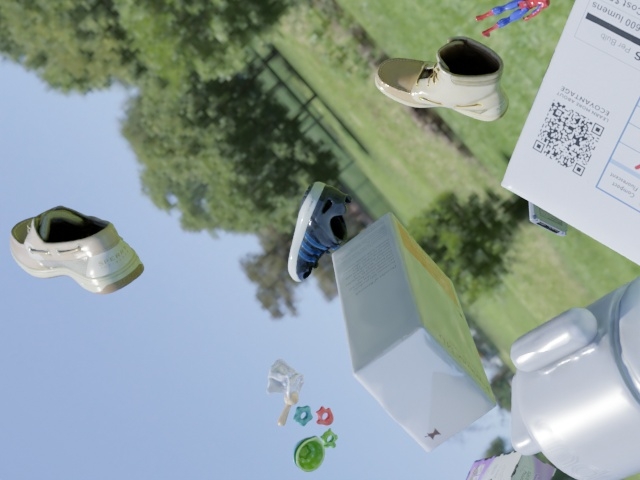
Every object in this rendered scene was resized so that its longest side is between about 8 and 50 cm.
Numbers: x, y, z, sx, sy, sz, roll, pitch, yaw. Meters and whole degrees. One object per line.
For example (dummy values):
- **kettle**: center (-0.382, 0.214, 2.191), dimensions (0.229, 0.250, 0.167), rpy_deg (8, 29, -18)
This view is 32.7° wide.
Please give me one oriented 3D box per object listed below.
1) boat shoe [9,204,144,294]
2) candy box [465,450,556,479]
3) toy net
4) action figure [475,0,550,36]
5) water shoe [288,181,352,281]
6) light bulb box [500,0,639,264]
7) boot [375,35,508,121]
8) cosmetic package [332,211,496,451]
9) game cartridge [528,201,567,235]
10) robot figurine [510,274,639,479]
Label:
- **boat shoe**: center (-0.363, -0.005, 1.552), dimensions (0.302, 0.109, 0.098), rpy_deg (16, 135, 49)
- **candy box**: center (0.295, 0.448, 1.838), dimensions (0.070, 0.165, 0.196), rpy_deg (33, 157, -6)
- **toy net**: center (-0.030, 0.333, 2.138), dimensions (0.045, 0.122, 0.232), rpy_deg (14, 125, 58)
- **action figure**: center (0.255, -0.297, 1.383), dimensions (0.030, 0.115, 0.038), rpy_deg (-14, -97, -53)
- **water shoe**: center (0.000, 0.000, 1.732), dimensions (0.080, 0.203, 0.073), rpy_deg (20, -134, 9)
- **light bulb box**: center (0.421, -0.149, 1.041), dimensions (0.358, 0.361, 0.225), rpy_deg (33, -141, 20)
- **boot**: center (0.216, -0.310, 2.003), dimensions (0.261, 0.095, 0.203), rpy_deg (19, 170, 16)
- **cosmetic package**: center (0.165, 0.158, 2.068), dimensions (0.230, 0.161, 0.453), rpy_deg (47, -165, -24)
- **game cartridge**: center (0.368, -0.045, 1.767), dimensions (0.083, 0.017, 0.056), rpy_deg (23, -120, -33)
- **robot figurine**: center (0.369, 0.158, 1.261), dimensions (0.299, 0.353, 0.200), rpy_deg (20, -126, -23)
